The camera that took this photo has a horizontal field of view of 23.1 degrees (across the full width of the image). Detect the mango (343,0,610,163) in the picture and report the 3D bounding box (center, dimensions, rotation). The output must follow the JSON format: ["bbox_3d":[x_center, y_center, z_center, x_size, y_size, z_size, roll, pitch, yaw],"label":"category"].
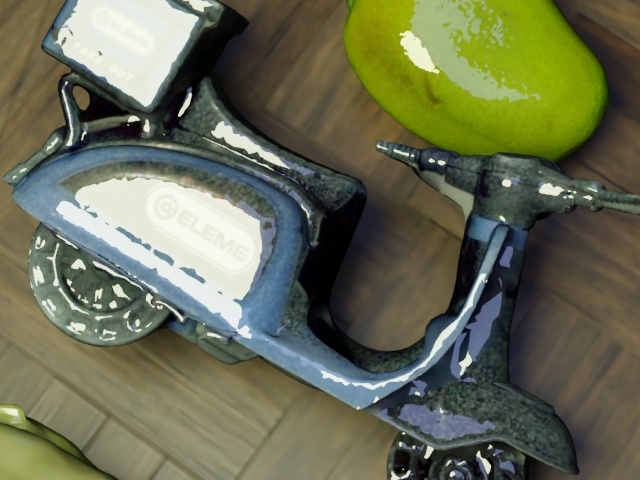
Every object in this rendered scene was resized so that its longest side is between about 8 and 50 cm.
[{"bbox_3d":[0.084,-0.108,0.893,0.117,0.089,0.163,-35,77,-16],"label":"mango"}]

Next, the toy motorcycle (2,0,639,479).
[{"bbox_3d":[0.000,0.000,0.831,0.359,0.125,0.212,31,96,5],"label":"toy motorcycle"}]

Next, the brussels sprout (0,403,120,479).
[{"bbox_3d":[-0.179,0.227,0.739,0.317,0.242,0.274,39,54,7],"label":"brussels sprout"}]
